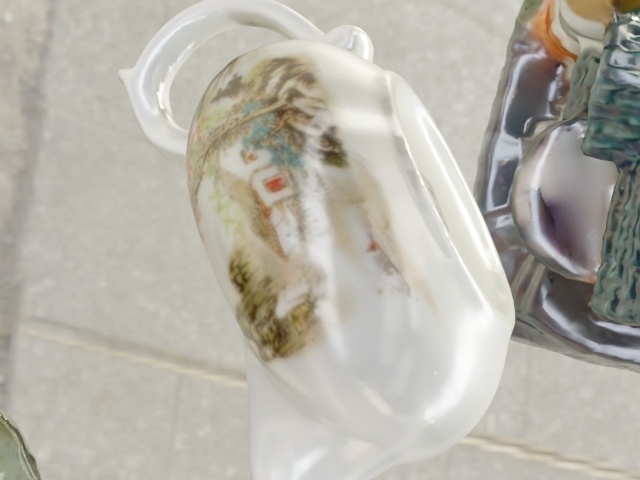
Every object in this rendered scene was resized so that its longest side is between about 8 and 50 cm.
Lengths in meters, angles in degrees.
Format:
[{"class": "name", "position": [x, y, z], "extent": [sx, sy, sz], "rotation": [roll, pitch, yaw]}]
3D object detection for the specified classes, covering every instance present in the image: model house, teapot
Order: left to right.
[{"class": "teapot", "position": [0.000, 0.000, 0.842], "extent": [0.204, 0.139, 0.298], "rotation": [42, 25, -54]}, {"class": "model house", "position": [0.190, -0.054, 1.092], "extent": [0.301, 0.190, 0.271], "rotation": [16, 88, -84]}]

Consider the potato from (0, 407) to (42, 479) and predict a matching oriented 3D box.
[{"class": "potato", "position": [-0.167, 0.179, 0.771], "extent": [0.112, 0.269, 0.255], "rotation": [12, 102, -28]}]
